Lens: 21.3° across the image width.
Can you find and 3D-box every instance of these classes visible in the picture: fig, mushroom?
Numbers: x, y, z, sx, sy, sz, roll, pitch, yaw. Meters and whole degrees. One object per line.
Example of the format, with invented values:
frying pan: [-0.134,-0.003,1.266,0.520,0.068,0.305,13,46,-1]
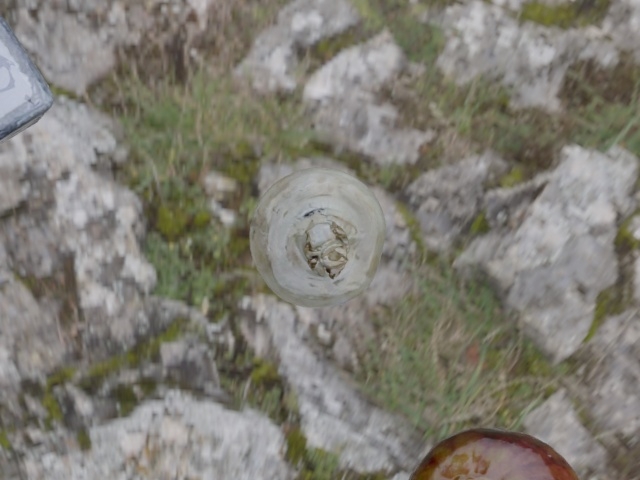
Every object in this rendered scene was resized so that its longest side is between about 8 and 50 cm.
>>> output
fig: [0.139,0.220,1.344,0.148,0.202,0.149,8,94,14]
mushroom: [0.000,0.000,1.004,0.085,0.079,0.085,0,96,-4]

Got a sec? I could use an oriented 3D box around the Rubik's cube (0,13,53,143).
Rubik's cube: [-0.448,-0.164,1.551,0.304,0.301,0.305,-35,100,-9]
